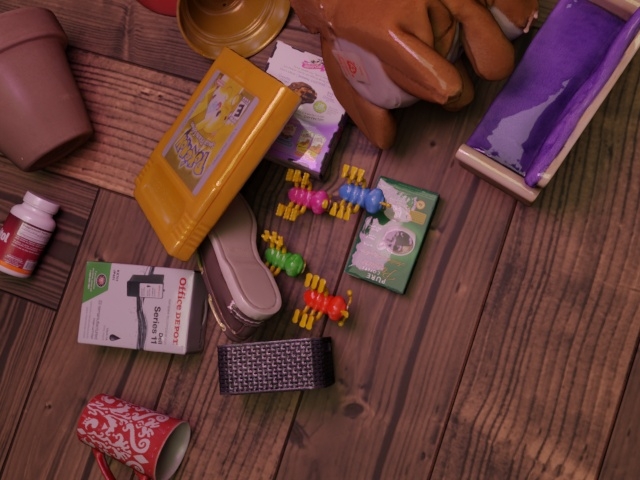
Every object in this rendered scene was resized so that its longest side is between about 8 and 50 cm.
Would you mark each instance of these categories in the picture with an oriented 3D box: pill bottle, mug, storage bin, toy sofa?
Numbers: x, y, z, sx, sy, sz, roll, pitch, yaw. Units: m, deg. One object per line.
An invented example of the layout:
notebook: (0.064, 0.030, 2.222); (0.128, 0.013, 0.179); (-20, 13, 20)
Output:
pill bottle: (-0.557, -0.012, 1.332); (0.086, 0.086, 0.152); (26, 88, 13)
mug: (-0.337, 0.353, 1.227); (0.169, 0.113, 0.150); (18, 55, 16)
storage bin: (-0.073, 0.211, 1.193); (0.180, 0.122, 0.084); (-5, 82, 10)
toy sofa: (0.376, -0.245, 1.132); (0.150, 0.177, 0.362); (34, 92, 12)

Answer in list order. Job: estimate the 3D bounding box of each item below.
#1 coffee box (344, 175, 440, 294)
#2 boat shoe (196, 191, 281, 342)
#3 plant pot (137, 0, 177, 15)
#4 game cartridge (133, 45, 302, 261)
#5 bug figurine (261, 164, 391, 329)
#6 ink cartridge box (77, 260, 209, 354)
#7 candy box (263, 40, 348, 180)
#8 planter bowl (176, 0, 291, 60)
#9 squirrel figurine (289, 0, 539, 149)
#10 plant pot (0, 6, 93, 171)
coffee box: (0.124, -0.009, 1.222); (0.113, 0.040, 0.184); (18, 87, 13)
boat shoe: (-0.161, 0.022, 1.211); (0.097, 0.116, 0.324); (-50, 48, 32)
plant pot: (-0.295, -0.580, 1.268); (0.275, 0.243, 0.275); (-1, 84, 12)
game cartridge: (-0.194, -0.159, 1.202); (0.323, 0.053, 0.285); (-53, 38, 6)
bug figurine: (0.000, 0.000, 1.201); (0.216, 0.072, 0.279); (25, 100, 34)
ink cartridge box: (-0.314, 0.120, 1.268); (0.208, 0.087, 0.153); (4, 85, 11)
candy box: (-0.037, -0.229, 1.250); (0.165, 0.070, 0.196); (23, 84, 7)
planter bowl: (-0.167, -0.440, 1.269); (0.217, 0.217, 0.090); (-37, 51, 5)
squirrel figurine: (0.161, -0.401, 1.117); (0.370, 0.281, 0.397); (-41, 87, -17)
plant pot: (-0.541, -0.259, 1.298); (0.263, 0.263, 0.229); (-33, 97, 6)
